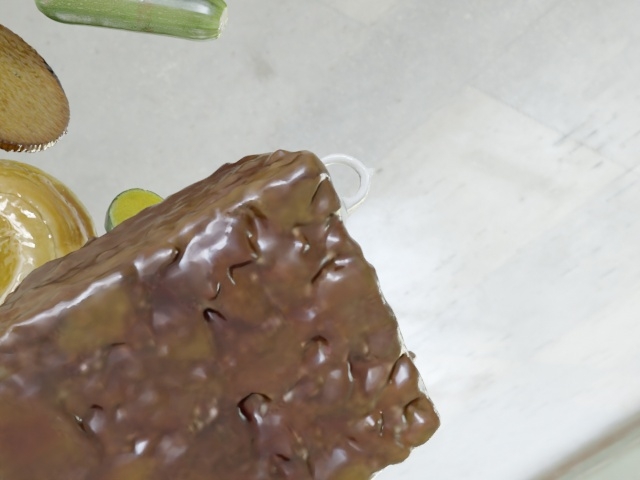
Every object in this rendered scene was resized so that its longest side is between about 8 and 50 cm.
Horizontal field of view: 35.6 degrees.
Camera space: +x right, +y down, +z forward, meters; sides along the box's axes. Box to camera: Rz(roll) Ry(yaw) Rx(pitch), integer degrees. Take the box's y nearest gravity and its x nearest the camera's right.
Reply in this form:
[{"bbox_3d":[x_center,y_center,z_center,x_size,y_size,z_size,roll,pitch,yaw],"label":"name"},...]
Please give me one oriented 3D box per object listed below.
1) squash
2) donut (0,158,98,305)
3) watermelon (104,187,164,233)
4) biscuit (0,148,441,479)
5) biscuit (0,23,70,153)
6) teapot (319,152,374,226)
[{"bbox_3d":[-0.219,-0.270,1.146,0.229,0.066,0.066,10,151,7],"label":"squash"},{"bbox_3d":[-0.549,0.057,1.522,0.449,0.448,0.198,-17,164,-20],"label":"donut"},{"bbox_3d":[-0.377,-0.064,2.029,0.181,0.092,0.075,-14,119,-49],"label":"watermelon"},{"bbox_3d":[-0.116,0.134,0.955,0.395,0.166,0.342,-29,114,-11],"label":"biscuit"},{"bbox_3d":[-0.550,-0.264,1.651,0.038,0.305,0.305,-39,151,28],"label":"biscuit"},{"bbox_3d":[0.000,0.000,1.557,0.166,0.299,0.208,15,166,12],"label":"teapot"}]
